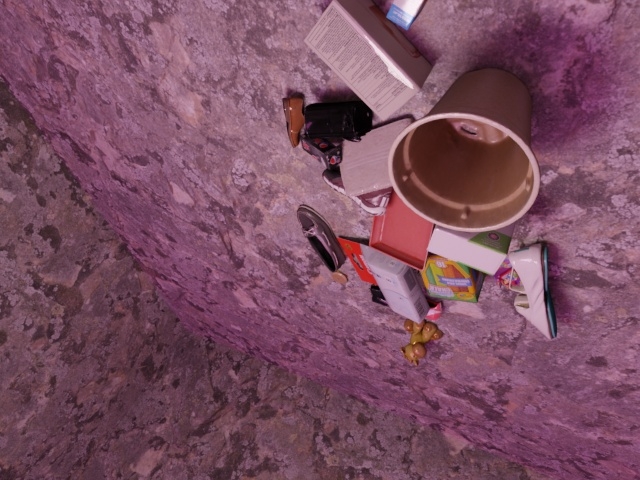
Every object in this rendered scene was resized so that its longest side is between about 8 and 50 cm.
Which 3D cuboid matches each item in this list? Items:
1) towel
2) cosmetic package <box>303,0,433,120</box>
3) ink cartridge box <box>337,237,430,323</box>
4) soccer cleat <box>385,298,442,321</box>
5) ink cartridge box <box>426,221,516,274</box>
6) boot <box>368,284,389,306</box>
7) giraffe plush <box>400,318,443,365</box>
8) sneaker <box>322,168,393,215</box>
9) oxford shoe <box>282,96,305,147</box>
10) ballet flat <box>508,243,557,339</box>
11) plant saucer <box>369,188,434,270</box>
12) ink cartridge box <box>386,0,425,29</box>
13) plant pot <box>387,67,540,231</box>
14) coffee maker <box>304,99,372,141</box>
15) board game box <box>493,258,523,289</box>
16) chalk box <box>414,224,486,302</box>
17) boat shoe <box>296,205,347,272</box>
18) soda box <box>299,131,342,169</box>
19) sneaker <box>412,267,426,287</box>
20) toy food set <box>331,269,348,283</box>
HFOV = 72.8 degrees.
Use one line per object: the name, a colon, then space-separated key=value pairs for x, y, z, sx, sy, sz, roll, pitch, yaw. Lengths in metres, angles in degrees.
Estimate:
towel: x=0.176 y=-0.249 z=1.350 sx=0.282 sy=0.049 sz=0.187 roll=-8 pitch=93 yaw=42
cosmetic package: x=0.125 y=-0.478 z=1.114 sx=0.296 sy=0.129 sz=0.153 roll=42 pitch=143 yaw=-14
ink cartridge box: x=0.234 y=0.156 z=1.774 sx=0.384 sy=0.091 sz=0.308 roll=19 pitch=150 yaw=45
soccer cleat: x=0.409 y=0.274 z=1.903 sx=0.247 sy=0.083 sz=0.095 roll=17 pitch=123 yaw=24
ink cartridge box: x=0.451 y=-0.066 z=1.254 sx=0.198 sy=0.273 sz=0.115 roll=22 pitch=147 yaw=14
boot: x=0.282 y=0.249 z=1.992 sx=0.121 sy=0.045 sz=0.099 roll=12 pitch=135 yaw=24
giraffe plush: x=0.450 y=0.483 z=2.038 sx=0.181 sy=0.171 sz=0.210 roll=28 pitch=146 yaw=4
sneaker: x=0.140 y=-0.219 z=1.482 sx=0.281 sy=0.106 sz=0.163 roll=37 pitch=118 yaw=26
oxford shoe: x=-0.079 y=-0.387 z=1.448 sx=0.075 sy=0.076 sz=0.212 roll=-12 pitch=153 yaw=-6
ballet flat: x=0.715 y=0.175 z=1.473 sx=0.139 sy=0.139 sz=0.401 roll=1 pitch=129 yaw=37
plant saucer: x=0.281 y=-0.063 z=1.435 sx=0.259 sy=0.047 sz=0.259 roll=27 pitch=115 yaw=50
ink cartridge box: x=0.223 y=-0.570 z=0.942 sx=0.061 sy=0.104 sz=0.181 roll=32 pitch=146 yaw=-1
plant pot: x=0.372 y=-0.246 z=1.056 sx=0.333 sy=0.306 sz=0.334 roll=21 pitch=145 yaw=15
coffee maker: x=0.042 y=-0.365 z=1.293 sx=0.178 sy=0.120 sz=0.171 roll=6 pitch=-178 yaw=32
board game box: x=0.679 y=0.134 z=1.542 sx=0.133 sy=0.033 sz=0.169 roll=3 pitch=137 yaw=36
chalk box: x=0.470 y=0.095 z=1.524 sx=0.180 sy=0.179 sz=0.289 roll=3 pitch=136 yaw=36
boat shoe: x=0.000 y=0.000 z=1.845 sx=0.112 sy=0.096 sz=0.335 roll=-8 pitch=130 yaw=44
soda box: x=-0.001 y=-0.302 z=1.434 sx=0.169 sy=0.053 sz=0.060 roll=45 pitch=159 yaw=41
sneaker: x=0.352 y=0.108 z=1.717 sx=0.237 sy=0.085 sz=0.086 roll=41 pitch=150 yaw=-16
toy food set: x=0.091 y=0.175 z=2.063 sx=0.083 sy=0.020 sz=0.082 roll=37 pitch=145 yaw=-7
